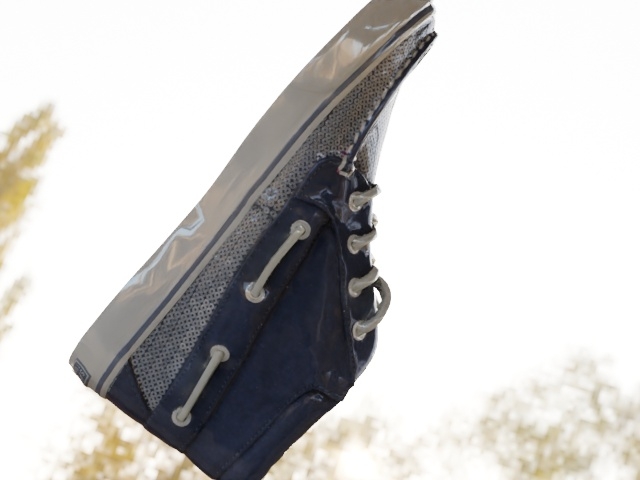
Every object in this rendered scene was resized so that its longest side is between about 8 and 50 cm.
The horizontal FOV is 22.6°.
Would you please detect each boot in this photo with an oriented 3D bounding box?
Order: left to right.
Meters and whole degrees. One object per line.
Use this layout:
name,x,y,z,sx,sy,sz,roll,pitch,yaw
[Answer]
boot,0.000,0.000,0.584,0.086,0.190,0.069,39,2,2
